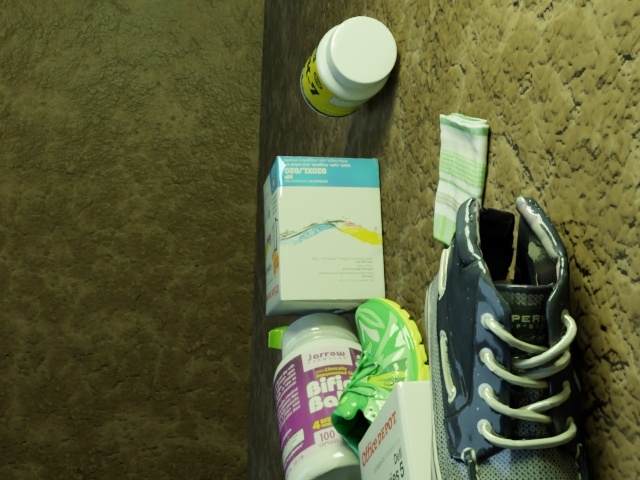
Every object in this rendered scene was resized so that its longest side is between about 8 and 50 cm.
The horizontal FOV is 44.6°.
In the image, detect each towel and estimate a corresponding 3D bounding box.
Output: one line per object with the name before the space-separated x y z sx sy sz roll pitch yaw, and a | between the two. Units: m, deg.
towel | 0.154 -0.064 0.880 0.113 0.023 0.151 -126 38 -73

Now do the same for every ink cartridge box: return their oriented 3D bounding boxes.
ink cartridge box | 0.123 0.297 0.768 0.198 0.115 0.272 107 160 -55
ink cartridge box | 0.000 0.000 1.274 0.171 0.168 0.232 133 136 -72

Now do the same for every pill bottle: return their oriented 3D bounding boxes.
pill bottle | 0.042 -0.268 1.218 0.208 0.119 0.119 164 106 -78
pill bottle | 0.018 0.253 1.162 0.301 0.169 0.169 -104 19 -51

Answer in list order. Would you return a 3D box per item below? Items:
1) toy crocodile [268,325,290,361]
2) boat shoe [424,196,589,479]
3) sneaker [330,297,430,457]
toy crocodile | -0.035 0.260 1.595 0.340 0.105 0.115 -116 29 -65
boat shoe | 0.149 0.119 0.612 0.158 0.127 0.340 93 172 -50
sneaker | 0.074 0.196 1.002 0.109 0.124 0.295 104 164 -50
